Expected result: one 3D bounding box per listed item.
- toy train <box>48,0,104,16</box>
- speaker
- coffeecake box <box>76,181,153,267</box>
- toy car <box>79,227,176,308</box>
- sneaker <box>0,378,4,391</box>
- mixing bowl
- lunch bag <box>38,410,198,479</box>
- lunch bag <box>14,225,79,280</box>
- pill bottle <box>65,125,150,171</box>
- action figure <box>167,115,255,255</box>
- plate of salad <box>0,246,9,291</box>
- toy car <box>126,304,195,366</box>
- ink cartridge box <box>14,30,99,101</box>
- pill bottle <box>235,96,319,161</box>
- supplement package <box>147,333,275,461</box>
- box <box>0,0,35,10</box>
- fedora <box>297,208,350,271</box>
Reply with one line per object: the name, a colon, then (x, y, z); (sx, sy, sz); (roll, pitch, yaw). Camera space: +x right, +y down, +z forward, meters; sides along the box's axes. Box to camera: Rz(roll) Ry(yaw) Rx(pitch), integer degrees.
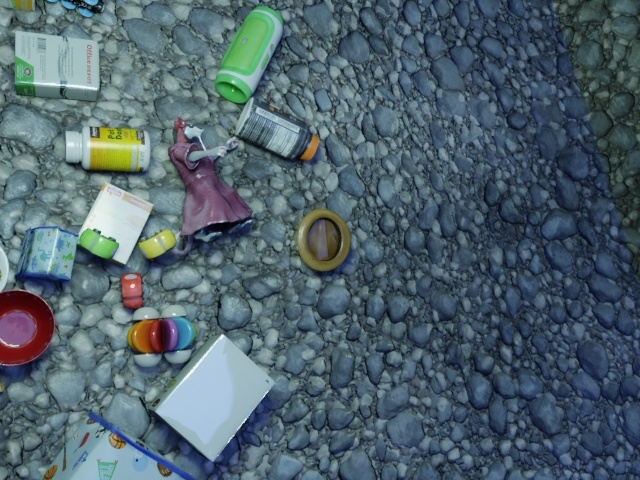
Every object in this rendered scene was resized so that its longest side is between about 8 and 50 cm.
toy train: (-0.699, -0.711, 1.723); (0.184, 0.080, 0.105); (17, 61, -27)
speaker: (-0.218, -0.576, 1.889); (0.131, 0.131, 0.297); (28, 70, -17)
coffeecake box: (-0.561, -0.042, 1.662); (0.142, 0.068, 0.186); (27, 70, -17)
toy car: (-0.520, 0.042, 1.591); (0.225, 0.053, 0.239); (29, 89, -18)
sneaker: (-0.812, 0.342, 1.499); (0.037, 0.032, 0.083); (-34, 90, -12)
mixing bowl: (-0.753, 0.217, 1.508); (0.181, 0.098, 0.182); (5, 78, -22)
lunch bag: (-0.479, 0.663, 1.478); (0.385, 0.238, 0.328); (48, 64, -26)
lunch bag: (-0.707, 0.034, 1.553); (0.096, 0.151, 0.129); (36, 58, -59)
pill bottle: (-0.580, -0.250, 1.667); (0.214, 0.117, 0.117); (-1, 80, -24)
action figure: (-0.348, -0.176, 1.753); (0.275, 0.248, 0.370); (-29, 86, 8)
plate of salad: (-0.881, 0.072, 1.508); (0.199, 0.048, 0.200); (4, 79, -23)
toy car: (-0.419, 0.252, 1.629); (0.181, 0.136, 0.159); (-2, 80, -24)
ink cartridge box: (-0.716, -0.472, 1.666); (0.208, 0.087, 0.153); (1, 79, -23)
pill bottle: (-0.128, -0.330, 1.878); (0.245, 0.130, 0.131); (23, 71, -19)
supplement package: (-0.294, 0.418, 1.649); (0.204, 0.145, 0.262); (45, 65, -10)
box: (-0.829, -0.748, 1.656); (0.103, 0.114, 0.203); (1, 81, -24)
fedora: (0.000, 0.000, 1.898); (0.194, 0.079, 0.195); (2, 85, -24)
